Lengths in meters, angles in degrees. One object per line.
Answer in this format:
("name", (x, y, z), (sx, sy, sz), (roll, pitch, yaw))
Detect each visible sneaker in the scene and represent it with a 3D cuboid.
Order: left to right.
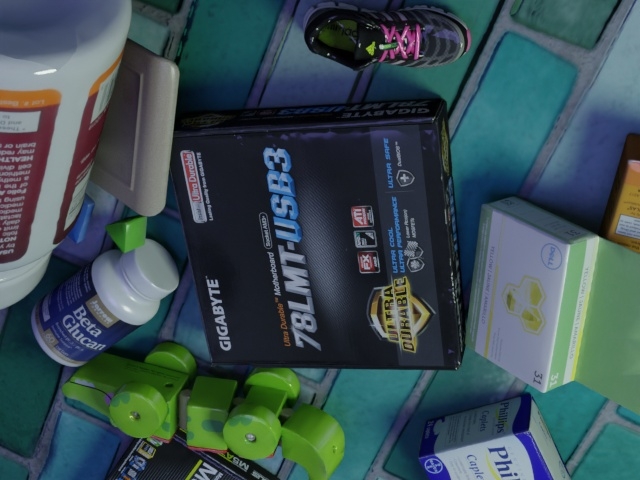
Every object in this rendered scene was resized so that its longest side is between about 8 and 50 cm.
("sneaker", (0.060, -0.195, 1.128), (0.170, 0.075, 0.063), (9, 118, 9))

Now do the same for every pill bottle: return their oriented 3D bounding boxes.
("pill bottle", (-0.329, -0.110, 1.124), (0.224, 0.224, 0.392), (28, 137, -1))
("pill bottle", (-0.245, 0.068, 1.330), (0.169, 0.094, 0.094), (-34, 104, 26))

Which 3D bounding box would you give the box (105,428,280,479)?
("box", (-0.176, 0.323, 1.474), (0.184, 0.045, 0.190), (35, 120, -3))

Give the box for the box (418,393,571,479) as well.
("box", (0.202, 0.261, 1.330), (0.137, 0.072, 0.126), (-20, 111, 22))

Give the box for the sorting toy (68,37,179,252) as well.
("sorting toy", (-0.223, -0.145, 1.220), (0.196, 0.047, 0.347), (29, 125, 28))

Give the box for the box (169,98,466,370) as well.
("box", (0.000, 0.000, 1.249), (0.293, 0.073, 0.295), (-1, 115, 14))

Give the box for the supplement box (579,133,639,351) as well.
("supplement box", (0.317, 0.016, 1.171), (0.080, 0.078, 0.233), (12, 118, 8))

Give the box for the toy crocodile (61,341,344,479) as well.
("toy crocodile", (-0.137, 0.203, 1.361), (0.341, 0.115, 0.105), (11, 119, 8))

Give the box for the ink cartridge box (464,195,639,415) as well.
("ink cartridge box", (0.251, 0.074, 1.153), (0.235, 0.056, 0.171), (31, 126, 46))
